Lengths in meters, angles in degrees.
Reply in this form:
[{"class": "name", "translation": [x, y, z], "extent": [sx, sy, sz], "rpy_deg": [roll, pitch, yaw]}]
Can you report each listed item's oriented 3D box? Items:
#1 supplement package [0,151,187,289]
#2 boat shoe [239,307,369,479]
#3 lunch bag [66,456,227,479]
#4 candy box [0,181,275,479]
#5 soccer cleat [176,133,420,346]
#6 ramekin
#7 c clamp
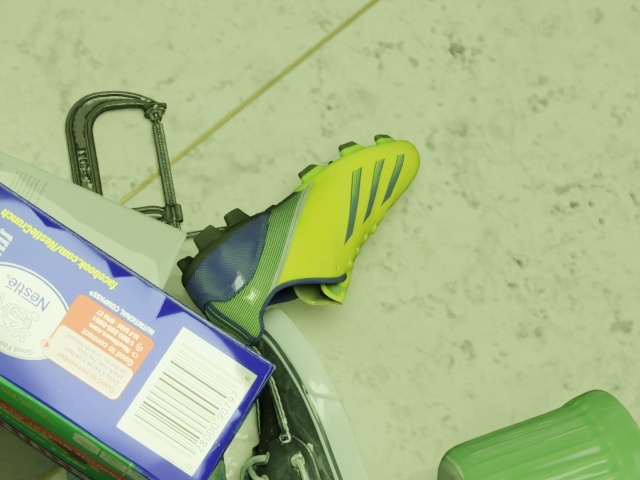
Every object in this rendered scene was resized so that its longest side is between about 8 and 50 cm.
[{"class": "supplement package", "translation": [-0.250, 0.053, 1.603], "extent": [0.203, 0.149, 0.194], "rpy_deg": [24, 73, -5]}, {"class": "boat shoe", "translation": [-0.021, 0.211, 1.638], "extent": [0.102, 0.108, 0.301], "rpy_deg": [-19, 87, -17]}, {"class": "lunch bag", "translation": [-0.139, 0.245, 1.608], "extent": [0.151, 0.096, 0.128], "rpy_deg": [7, 72, -40]}, {"class": "candy box", "translation": [-0.189, 0.084, 1.364], "extent": [0.268, 0.317, 0.122], "rpy_deg": [34, 77, -1]}, {"class": "soccer cleat", "translation": [-0.001, 0.001, 1.671], "extent": [0.289, 0.093, 0.121], "rpy_deg": [-33, 78, -38]}, {"class": "ramekin", "translation": [0.204, 0.289, 1.564], "extent": [0.148, 0.303, 0.303], "rpy_deg": [-14, 79, -7]}, {"class": "c clamp", "translation": [-0.163, -0.067, 1.723], "extent": [0.137, 0.022, 0.160], "rpy_deg": [-15, 80, -9]}]
